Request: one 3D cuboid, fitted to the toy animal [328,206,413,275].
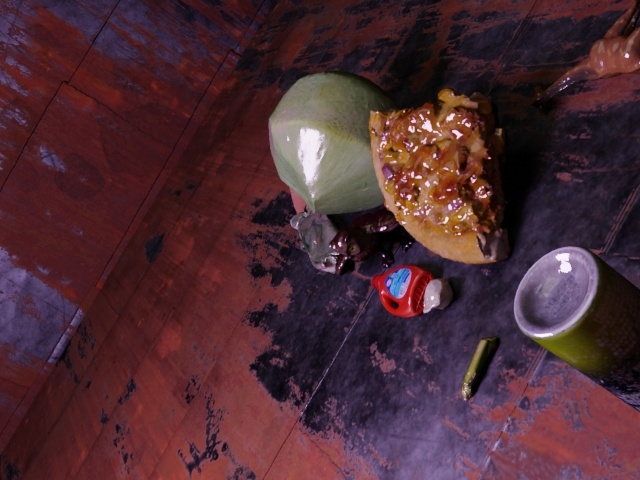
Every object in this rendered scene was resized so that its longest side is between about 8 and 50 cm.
[{"bbox_3d":[0.081,-0.010,1.497,0.218,0.179,0.116,-39,57,32],"label":"toy animal"}]

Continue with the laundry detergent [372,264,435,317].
[{"bbox_3d":[0.144,0.090,1.422,0.165,0.049,0.097,5,69,65],"label":"laundry detergent"}]

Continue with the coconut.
[{"bbox_3d":[0.034,-0.198,1.652,0.281,0.328,0.329,-8,52,39],"label":"coconut"}]

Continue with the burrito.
[{"bbox_3d":[0.003,-0.001,1.751,0.096,0.066,0.309,-50,29,9],"label":"burrito"}]

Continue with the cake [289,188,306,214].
[{"bbox_3d":[-0.045,-0.164,1.909,0.225,0.090,0.109,108,180,-59],"label":"cake"}]

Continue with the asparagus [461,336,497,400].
[{"bbox_3d":[0.238,0.192,1.166,0.025,0.021,0.108,8,68,61],"label":"asparagus"}]

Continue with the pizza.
[{"bbox_3d":[0.211,-0.127,1.341,0.278,0.114,0.409,-53,52,35],"label":"pizza"}]

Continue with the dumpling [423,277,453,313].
[{"bbox_3d":[0.194,0.094,1.316,0.057,0.052,0.076,-30,46,26],"label":"dumpling"}]

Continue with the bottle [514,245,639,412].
[{"bbox_3d":[0.325,0.123,0.730,0.093,0.330,0.093,-41,29,30],"label":"bottle"}]

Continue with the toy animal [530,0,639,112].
[{"bbox_3d":[0.461,-0.302,1.276,0.230,0.066,0.224,-59,25,10],"label":"toy animal"}]
